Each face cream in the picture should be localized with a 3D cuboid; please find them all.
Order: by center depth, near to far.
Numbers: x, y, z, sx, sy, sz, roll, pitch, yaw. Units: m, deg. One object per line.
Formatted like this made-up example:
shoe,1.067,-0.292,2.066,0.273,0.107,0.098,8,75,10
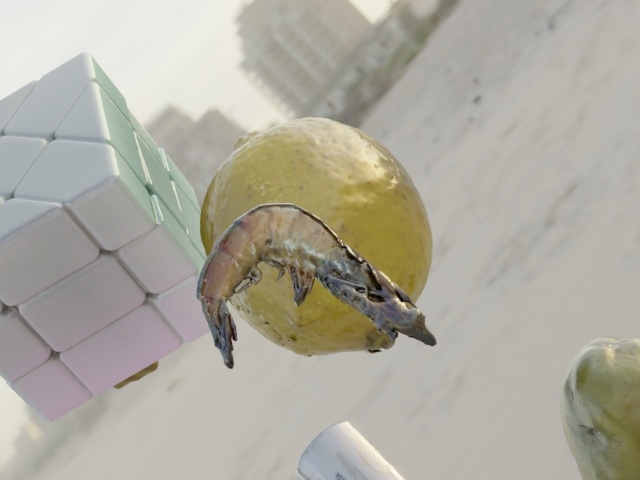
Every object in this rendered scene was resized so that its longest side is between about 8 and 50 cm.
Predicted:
face cream,0.090,0.281,1.500,0.082,0.269,0.082,-36,-28,-23

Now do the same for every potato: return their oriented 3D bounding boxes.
potato,0.334,0.203,1.752,0.154,0.200,0.137,-2,19,33

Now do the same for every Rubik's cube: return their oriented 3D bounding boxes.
Rubik's cube,-0.352,-0.006,2.245,0.319,0.316,0.322,-30,41,7

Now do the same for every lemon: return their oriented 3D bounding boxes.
lemon,0.000,0.000,1.828,0.253,0.310,0.253,-30,-24,-15

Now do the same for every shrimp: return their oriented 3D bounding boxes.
shrimp,-0.012,0.061,1.316,0.148,0.195,0.035,-47,-14,-25

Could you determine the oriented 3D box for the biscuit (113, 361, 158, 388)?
biscuit,-0.344,0.153,2.447,0.174,0.183,0.039,-33,-16,6
